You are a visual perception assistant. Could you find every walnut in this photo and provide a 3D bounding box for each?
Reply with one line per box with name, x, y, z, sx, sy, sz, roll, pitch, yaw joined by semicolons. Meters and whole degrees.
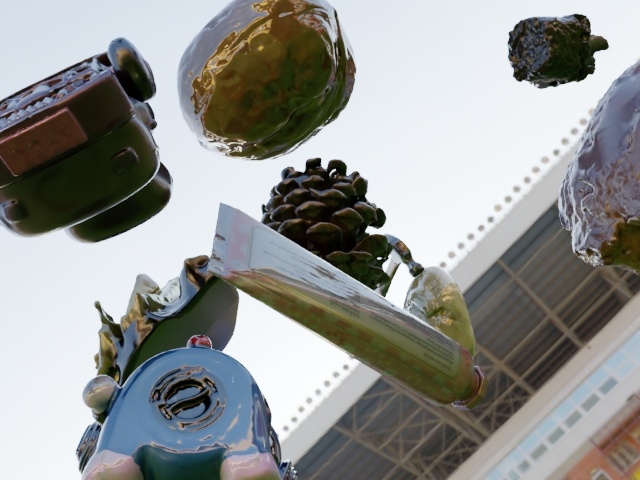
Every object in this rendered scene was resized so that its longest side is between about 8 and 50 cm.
walnut;-0.115;-0.341;1.384;0.398;0.308;0.354;-42;-26;5

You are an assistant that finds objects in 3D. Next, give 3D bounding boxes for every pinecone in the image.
pinecone;0.000;0.000;1.066;0.225;0.272;0.224;-4;-37;-3

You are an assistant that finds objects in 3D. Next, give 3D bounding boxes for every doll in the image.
doll;-0.155;0.269;0.795;0.285;0.240;0.309;12;-45;2

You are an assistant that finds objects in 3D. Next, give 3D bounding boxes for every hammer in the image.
hammer;0.133;0.082;1.332;0.033;0.111;0.287;-29;-22;-21

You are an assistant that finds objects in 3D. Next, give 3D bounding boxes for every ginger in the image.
ginger;-0.340;0.175;1.247;0.358;0.211;0.413;-40;-22;-42

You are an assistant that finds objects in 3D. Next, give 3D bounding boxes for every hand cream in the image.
hand cream;0.021;0.049;0.407;0.210;0.067;0.043;33;-60;-22

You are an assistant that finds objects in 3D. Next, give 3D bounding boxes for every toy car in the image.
toy car;-0.308;-0.101;0.852;0.271;0.340;0.240;-27;-65;-5

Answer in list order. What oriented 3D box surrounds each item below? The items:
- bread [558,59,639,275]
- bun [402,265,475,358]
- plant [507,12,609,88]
bread;0.336;-0.086;0.655;0.232;0.135;0.246;109;-177;-65
bun;0.225;0.175;1.340;0.116;0.237;0.210;-7;-23;-9
plant;0.456;-0.364;1.285;0.203;0.142;0.131;-12;-84;-33
